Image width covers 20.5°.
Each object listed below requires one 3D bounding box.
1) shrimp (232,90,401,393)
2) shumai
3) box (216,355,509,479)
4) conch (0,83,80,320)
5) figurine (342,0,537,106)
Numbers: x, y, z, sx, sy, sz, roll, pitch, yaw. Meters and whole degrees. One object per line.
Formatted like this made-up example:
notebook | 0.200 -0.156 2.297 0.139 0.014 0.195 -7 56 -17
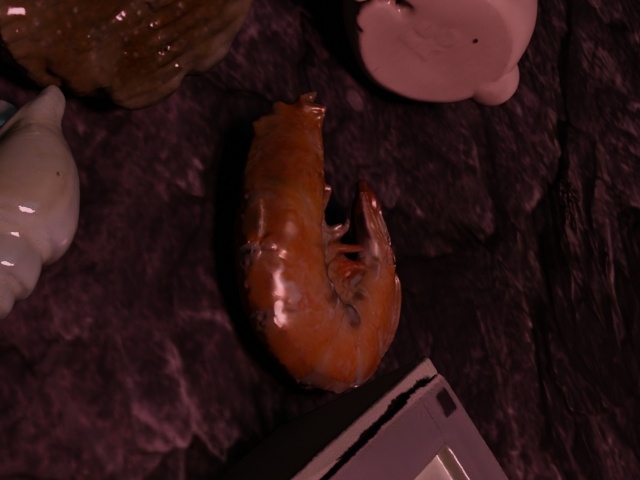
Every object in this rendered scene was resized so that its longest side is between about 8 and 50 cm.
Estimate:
shrimp | -0.004 0.001 1.006 0.132 0.052 0.187 36 47 -48
shumai | -0.119 -0.176 0.915 0.184 0.184 0.142 24 25 -40
box | 0.027 0.204 0.826 0.225 0.117 0.225 58 35 -2
conch | -0.155 -0.014 0.818 0.180 0.088 0.065 -87 177 -47
figurine | 0.070 -0.210 1.186 0.155 0.127 0.235 26 41 -25
